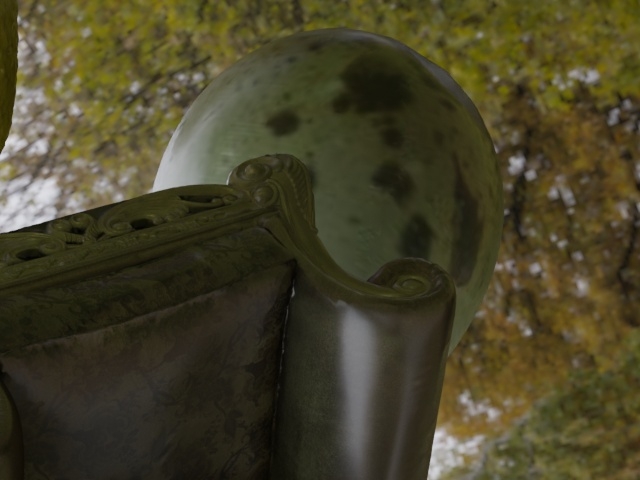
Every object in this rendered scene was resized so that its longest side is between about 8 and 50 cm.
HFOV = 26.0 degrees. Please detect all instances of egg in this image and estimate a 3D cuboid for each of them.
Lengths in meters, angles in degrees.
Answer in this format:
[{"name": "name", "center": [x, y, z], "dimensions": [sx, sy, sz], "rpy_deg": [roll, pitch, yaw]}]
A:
[{"name": "egg", "center": [0.000, 0.000, 1.360], "dimensions": [0.345, 0.345, 0.428], "rpy_deg": [27, -108, -42]}]

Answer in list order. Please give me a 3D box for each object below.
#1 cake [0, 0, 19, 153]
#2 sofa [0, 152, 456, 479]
[{"name": "cake", "center": [-0.283, -0.089, 0.693], "dimensions": [0.260, 0.156, 0.179], "rpy_deg": [-3, -134, -16]}, {"name": "sofa", "center": [-0.063, 0.103, 0.571], "dimensions": [0.258, 0.182, 0.200], "rpy_deg": [-16, -54, -34]}]
